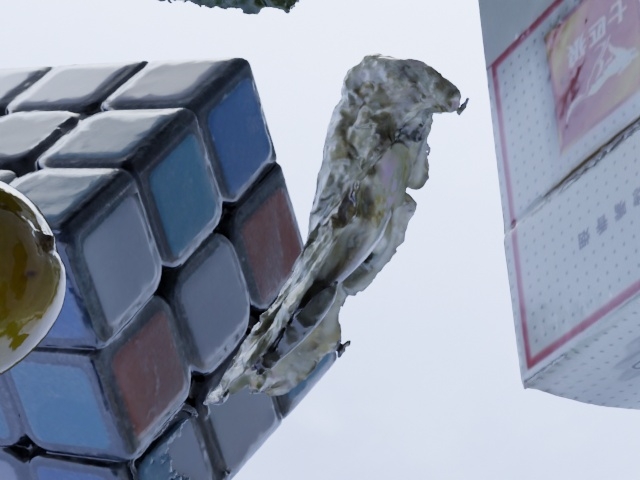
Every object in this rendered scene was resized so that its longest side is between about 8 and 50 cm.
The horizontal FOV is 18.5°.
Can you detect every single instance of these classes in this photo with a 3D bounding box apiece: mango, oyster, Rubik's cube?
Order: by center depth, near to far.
[{"bbox_3d":[0.002,0.003,0.985,0.061,0.200,0.106,36,179,18],"label":"oyster"},{"bbox_3d":[-0.269,0.024,1.269,0.114,0.251,0.156,39,-110,-41],"label":"mango"},{"bbox_3d":[-0.236,0.049,1.843,0.362,0.359,0.363,1,-147,34],"label":"Rubik's cube"}]

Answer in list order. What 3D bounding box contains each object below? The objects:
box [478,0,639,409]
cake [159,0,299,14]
[{"bbox_3d":[0.186,-0.100,1.075,0.095,0.210,0.330,12,-123,-27],"label":"box"},{"bbox_3d":[-0.132,-0.271,1.411,0.284,0.172,0.158,11,-145,11],"label":"cake"}]
